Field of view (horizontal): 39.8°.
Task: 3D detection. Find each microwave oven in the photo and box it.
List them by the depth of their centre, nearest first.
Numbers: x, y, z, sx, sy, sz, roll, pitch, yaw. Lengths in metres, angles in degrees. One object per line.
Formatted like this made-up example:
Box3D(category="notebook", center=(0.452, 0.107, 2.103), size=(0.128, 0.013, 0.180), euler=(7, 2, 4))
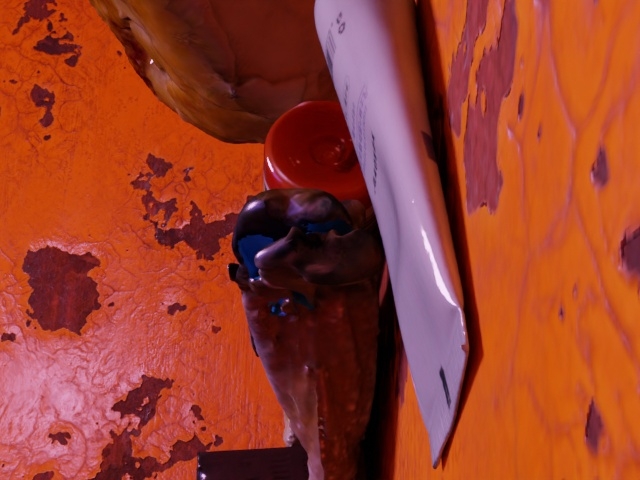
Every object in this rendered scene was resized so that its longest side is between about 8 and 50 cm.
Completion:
Box3D(category="microwave oven", center=(-0.056, 0.384, 1.048), size=(0.178, 0.188, 0.248), euler=(-99, 14, -51))

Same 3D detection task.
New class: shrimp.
Box3D(category="shrimp", center=(0.000, 0.113, 0.698), size=(0.446, 0.109, 0.221), euler=(82, -175, -54))

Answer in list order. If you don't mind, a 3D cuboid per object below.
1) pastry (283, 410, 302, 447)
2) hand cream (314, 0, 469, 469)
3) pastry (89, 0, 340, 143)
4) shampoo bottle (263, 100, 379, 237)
Box3D(category="pastry", center=(-0.004, 0.156, 1.029), size=(0.259, 0.089, 0.122), euler=(92, -177, -52))
Box3D(category="hand cream", center=(0.040, -0.043, 0.497), size=(0.109, 0.067, 0.321), euler=(93, 174, -50))
Box3D(category="pastry", center=(-0.098, -0.282, 0.855), size=(0.410, 0.245, 0.409), euler=(51, 168, 15))
Box3D(category="shampoo bottle", center=(0.000, 0.000, 0.815), size=(0.278, 0.104, 0.104), euler=(94, 177, -57))
